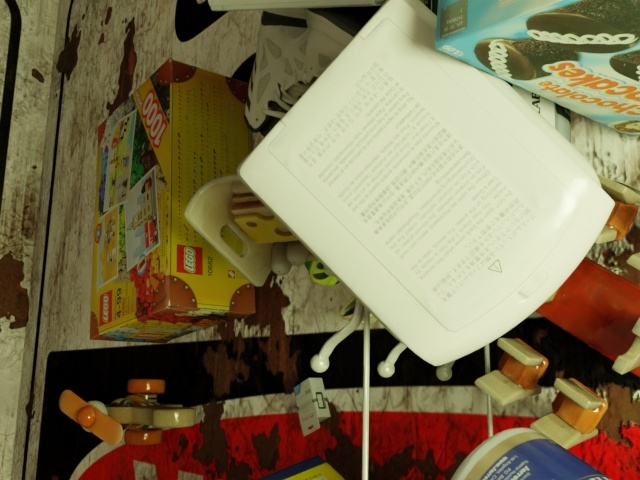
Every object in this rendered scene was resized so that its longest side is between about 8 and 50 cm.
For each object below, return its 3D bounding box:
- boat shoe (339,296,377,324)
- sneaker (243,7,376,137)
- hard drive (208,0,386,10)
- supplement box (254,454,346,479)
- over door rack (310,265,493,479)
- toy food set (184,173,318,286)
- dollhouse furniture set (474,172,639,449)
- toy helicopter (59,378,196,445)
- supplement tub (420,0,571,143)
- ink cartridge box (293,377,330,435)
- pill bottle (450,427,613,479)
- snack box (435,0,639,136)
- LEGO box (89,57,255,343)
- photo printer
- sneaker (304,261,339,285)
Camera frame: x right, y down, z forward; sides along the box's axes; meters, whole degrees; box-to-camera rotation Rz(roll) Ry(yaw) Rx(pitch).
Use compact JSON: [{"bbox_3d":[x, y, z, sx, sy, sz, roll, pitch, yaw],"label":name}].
[{"bbox_3d":[0.088,0.073,1.050,0.153,0.048,0.056,-46,49,37],"label":"boat shoe"},{"bbox_3d":[0.002,-0.264,1.182,0.447,0.169,0.257,46,127,56],"label":"sneaker"},{"bbox_3d":[0.021,-0.406,1.069,0.353,0.233,0.047,16,134,44],"label":"hard drive"},{"bbox_3d":[0.016,0.469,0.893,0.357,0.195,0.194,26,122,52],"label":"supplement box"},{"bbox_3d":[0.113,0.184,0.833,0.108,0.240,0.324,-29,59,44],"label":"over door rack"},{"bbox_3d":[0.000,0.000,0.948,0.306,0.219,0.092,-5,58,24],"label":"toy food set"},{"bbox_3d":[0.267,0.050,0.789,0.259,0.135,0.262,37,112,38],"label":"dollhouse furniture set"},{"bbox_3d":[-0.376,0.350,1.439,0.355,0.235,0.140,-14,71,50],"label":"toy helicopter"},{"bbox_3d":[0.197,-0.213,0.852,0.194,0.194,0.315,-10,75,51],"label":"supplement tub"},{"bbox_3d":[-0.013,0.271,1.153,0.048,0.028,0.083,-40,52,41],"label":"ink cartridge box"},{"bbox_3d":[0.238,0.287,0.600,0.265,0.153,0.153,29,106,53],"label":"pill bottle"},{"bbox_3d":[0.279,-0.171,0.628,0.187,0.322,0.060,-6,77,52],"label":"snack box"},{"bbox_3d":[-0.318,-0.061,1.492,0.372,0.193,0.499,-23,64,48],"label":"LEGO box"},{"bbox_3d":[0.105,-0.049,0.704,0.307,0.107,0.256,45,104,6],"label":"photo printer"},{"bbox_3d":[0.028,-0.076,1.113,0.123,0.109,0.295,39,113,45],"label":"sneaker"}]
